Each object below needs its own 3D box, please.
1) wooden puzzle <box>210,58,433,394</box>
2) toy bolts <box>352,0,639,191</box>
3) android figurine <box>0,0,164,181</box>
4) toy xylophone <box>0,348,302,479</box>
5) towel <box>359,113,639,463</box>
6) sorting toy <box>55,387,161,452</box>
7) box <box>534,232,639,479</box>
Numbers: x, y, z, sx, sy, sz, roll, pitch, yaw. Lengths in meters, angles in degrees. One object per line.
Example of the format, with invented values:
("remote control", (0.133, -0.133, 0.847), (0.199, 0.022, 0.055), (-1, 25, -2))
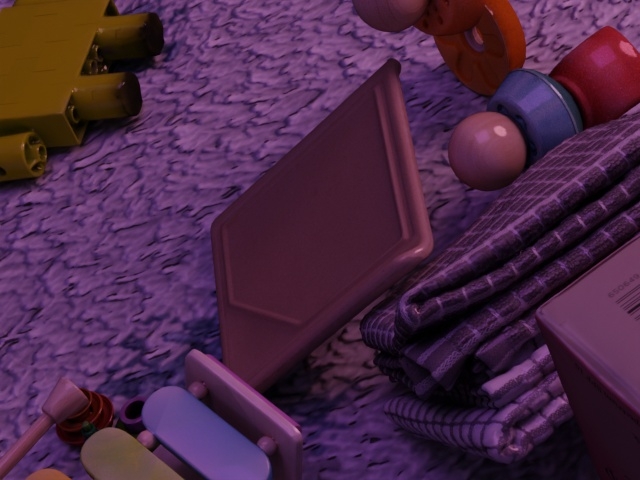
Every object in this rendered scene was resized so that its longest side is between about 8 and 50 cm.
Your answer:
("wooden puzzle", (0.000, 0.000, 1.425), (0.221, 0.044, 0.239), (-41, 32, 28))
("toy bolts", (0.118, -0.132, 1.453), (0.158, 0.218, 0.228), (-30, 72, -24))
("android figurine", (-0.286, -0.151, 1.759), (0.273, 0.056, 0.248), (-6, 45, 20))
("toy xylophone", (-0.170, 0.210, 1.287), (0.236, 0.081, 0.323), (27, 64, 27))
("towel", (0.159, 0.016, 1.251), (0.283, 0.121, 0.235), (-36, 6, -9))
("sorting toy", (-0.163, 0.135, 1.418), (0.102, 0.042, 0.061), (-2, 47, 24))
("box", (0.240, 0.116, 1.094), (0.127, 0.232, 0.148), (-35, 42, -9))
